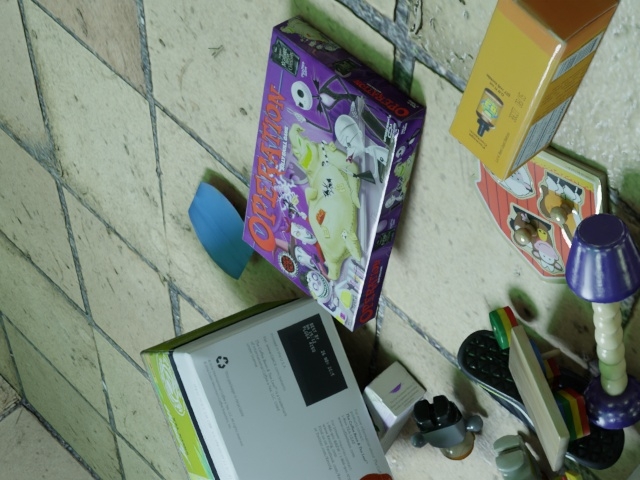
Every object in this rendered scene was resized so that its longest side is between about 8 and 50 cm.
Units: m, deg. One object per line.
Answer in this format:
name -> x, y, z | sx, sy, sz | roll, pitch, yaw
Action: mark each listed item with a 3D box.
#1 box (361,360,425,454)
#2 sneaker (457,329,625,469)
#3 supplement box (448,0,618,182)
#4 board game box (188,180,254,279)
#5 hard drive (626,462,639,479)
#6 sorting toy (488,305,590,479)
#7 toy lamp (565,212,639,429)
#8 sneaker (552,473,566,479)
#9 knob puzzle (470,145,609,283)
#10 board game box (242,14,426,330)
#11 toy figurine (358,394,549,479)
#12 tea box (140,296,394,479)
box -> 0.080, 0.275, 2.065 | 0.063, 0.067, 0.324 | 47, 156, 14
sneaker -> 0.263, 0.182, 1.635 | 0.235, 0.084, 0.097 | 40, 177, 28
supplement box -> 0.189, -0.153, 1.278 | 0.078, 0.080, 0.233 | 46, 153, 16
board game box -> -0.138, -0.022, 2.085 | 0.133, 0.033, 0.168 | 52, 151, 11
hard drive -> 0.486, 0.330, 1.440 | 0.353, 0.047, 0.233 | 44, 151, 19
sorting toy -> 0.254, 0.175, 1.514 | 0.132, 0.046, 0.274 | 76, 175, -65
toy lamp -> 0.292, 0.081, 1.411 | 0.080, 0.080, 0.274 | 33, 154, 36
sneaker -> 0.339, 0.339, 1.720 | 0.144, 0.053, 0.059 | 29, 147, 57
knob puzzle -> 0.224, -0.022, 1.451 | 0.213, 0.030, 0.213 | 39, 153, 25
board game box -> 0.006, -0.072, 1.663 | 0.208, 0.056, 0.346 | 43, 143, 29
toy figurine -> 0.178, 0.328, 1.800 | 0.213, 0.209, 0.148 | 22, 159, 38
tea box -> -0.081, 0.273, 2.042 | 0.329, 0.220, 0.323 | 69, 161, -2
